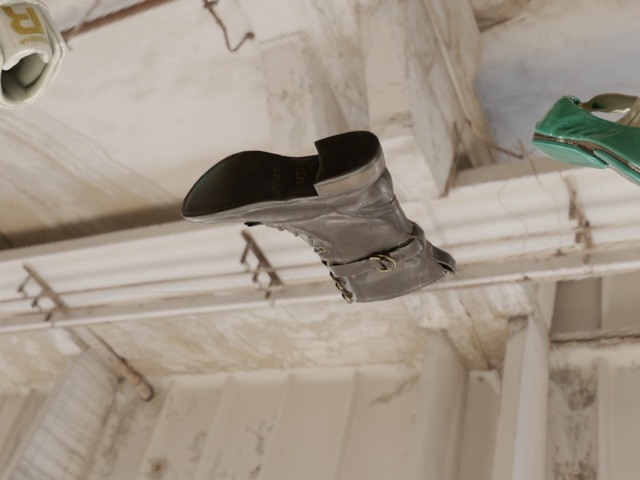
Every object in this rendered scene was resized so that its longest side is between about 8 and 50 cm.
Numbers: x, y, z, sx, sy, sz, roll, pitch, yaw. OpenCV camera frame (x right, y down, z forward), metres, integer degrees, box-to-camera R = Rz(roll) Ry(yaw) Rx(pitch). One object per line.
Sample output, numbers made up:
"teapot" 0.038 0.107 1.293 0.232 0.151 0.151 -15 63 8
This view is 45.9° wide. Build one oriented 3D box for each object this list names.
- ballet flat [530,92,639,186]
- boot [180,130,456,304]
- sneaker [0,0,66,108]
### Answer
"ballet flat" 0.297 -0.102 0.738 0.087 0.083 0.247 -59 -155 8
"boot" 0.000 0.000 0.849 0.263 0.229 0.091 -9 -133 22
"sneaker" -0.287 -0.254 0.698 0.108 0.292 0.169 -24 -111 -34
